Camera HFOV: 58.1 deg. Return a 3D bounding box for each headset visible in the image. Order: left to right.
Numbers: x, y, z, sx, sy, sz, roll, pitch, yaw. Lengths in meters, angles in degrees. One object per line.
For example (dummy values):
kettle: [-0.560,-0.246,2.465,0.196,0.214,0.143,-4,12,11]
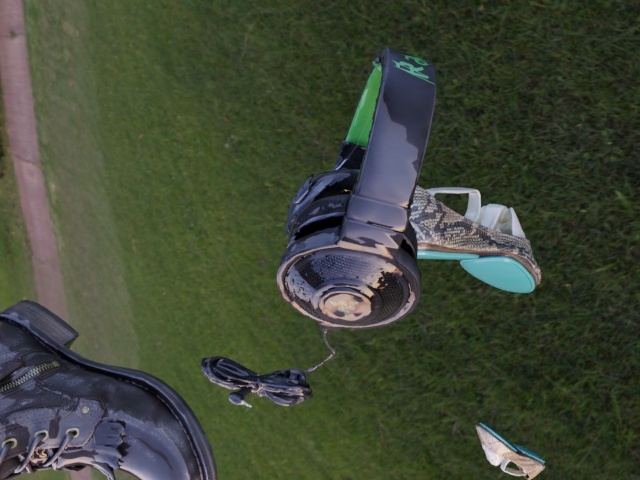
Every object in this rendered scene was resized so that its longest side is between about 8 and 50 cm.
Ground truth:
headset: [0.000,0.000,0.588,0.185,0.243,0.393,14,110,-4]

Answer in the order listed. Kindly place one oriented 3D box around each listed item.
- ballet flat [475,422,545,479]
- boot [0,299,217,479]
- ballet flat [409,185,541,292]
ballet flat: [0.405,0.468,1.256,0.067,0.206,0.073,-57,17,1]
boot: [-0.230,0.159,0.392,0.263,0.229,0.091,28,120,15]
ballet flat: [0.323,-0.015,1.206,0.164,0.483,0.181,-4,74,49]
